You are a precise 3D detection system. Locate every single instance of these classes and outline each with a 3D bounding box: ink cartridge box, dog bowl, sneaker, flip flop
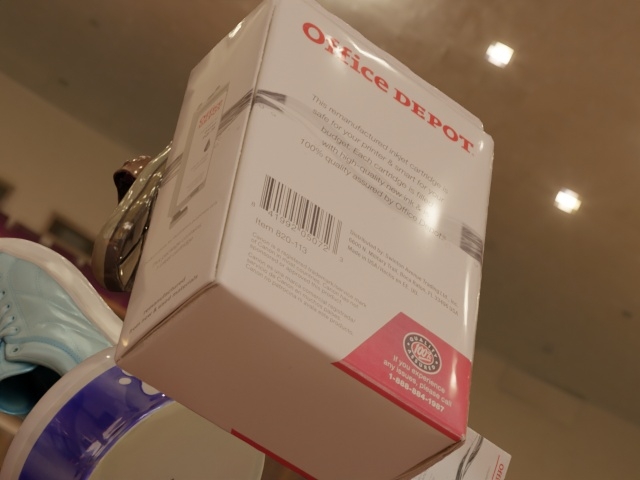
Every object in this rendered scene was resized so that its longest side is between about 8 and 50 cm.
[{"bbox_3d":[0.164,0.284,2.172,0.180,0.104,0.060,34,-27,-28],"label":"ink cartridge box"},{"bbox_3d":[0.000,0.000,1.197,0.207,0.283,0.117,33,-48,-23],"label":"ink cartridge box"},{"bbox_3d":[-0.183,0.236,1.763,0.104,0.265,0.265,33,-14,37],"label":"dog bowl"},{"bbox_3d":[-0.311,0.112,1.917,0.366,0.150,0.135,33,-56,38],"label":"sneaker"},{"bbox_3d":[-0.174,-0.037,1.751,0.080,0.277,0.112,8,-61,15],"label":"flip flop"}]
